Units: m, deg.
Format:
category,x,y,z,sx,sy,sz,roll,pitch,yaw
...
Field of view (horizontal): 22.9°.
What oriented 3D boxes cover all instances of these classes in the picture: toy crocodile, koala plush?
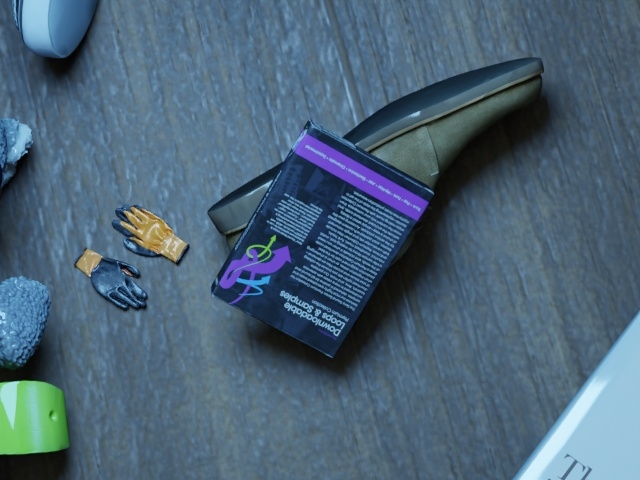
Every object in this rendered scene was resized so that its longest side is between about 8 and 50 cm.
category,x,y,z,sx,sy,sz,roll,pitch,yaw
toy crocodile,-0.372,0.187,1.290,0.340,0.105,0.115,-22,78,3
koala plush,-0.326,-0.030,1.287,0.203,0.196,0.221,4,73,40

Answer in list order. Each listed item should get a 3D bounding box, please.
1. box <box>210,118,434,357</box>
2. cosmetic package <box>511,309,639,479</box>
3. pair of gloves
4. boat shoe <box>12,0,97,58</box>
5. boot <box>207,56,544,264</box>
category,x,y,z,sx,sy,sz,roll,pitch,yaw
box,0.000,0.000,1.269,0.116,0.029,0.162,29,100,-14
cosmetic package,0.355,0.234,1.239,0.377,0.097,0.284,36,79,10
pair of gloves,-0.163,0.013,1.356,0.074,0.010,0.083,36,82,10
boat shoe,-0.249,-0.302,1.380,0.105,0.113,0.306,0,76,10
boot,0.065,-0.052,1.327,0.305,0.112,0.115,-30,97,0
